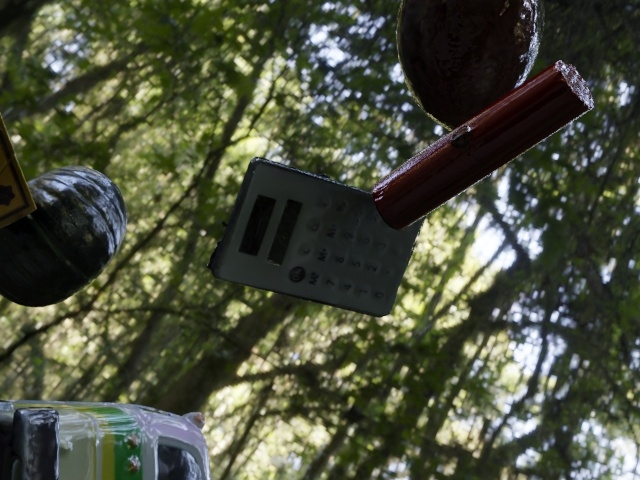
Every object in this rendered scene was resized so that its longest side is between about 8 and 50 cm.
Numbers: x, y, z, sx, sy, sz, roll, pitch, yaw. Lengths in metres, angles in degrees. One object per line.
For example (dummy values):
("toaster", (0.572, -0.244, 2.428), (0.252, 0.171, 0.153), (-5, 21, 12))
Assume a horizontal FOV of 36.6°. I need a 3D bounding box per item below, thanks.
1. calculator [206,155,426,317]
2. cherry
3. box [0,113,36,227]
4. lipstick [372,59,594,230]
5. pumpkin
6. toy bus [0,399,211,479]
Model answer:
("calculator", (0.000, 0.000, 1.208), (0.261, 0.021, 0.161), (14, -77, -27))
("cherry", (0.204, -0.280, 1.327), (0.202, 0.230, 0.301), (2, -78, 2))
("box", (-0.505, -0.177, 1.313), (0.192, 0.084, 0.302), (23, -46, 48))
("lipstick", (0.178, -0.104, 1.113), (0.279, 0.073, 0.073), (-34, -72, 32))
("pumpkin", (-0.427, -0.018, 1.539), (0.216, 0.250, 0.250), (54, -45, -2))
("toy bus", (-0.217, 0.161, 0.575), (0.305, 0.179, 0.143), (-6, -98, 34))
